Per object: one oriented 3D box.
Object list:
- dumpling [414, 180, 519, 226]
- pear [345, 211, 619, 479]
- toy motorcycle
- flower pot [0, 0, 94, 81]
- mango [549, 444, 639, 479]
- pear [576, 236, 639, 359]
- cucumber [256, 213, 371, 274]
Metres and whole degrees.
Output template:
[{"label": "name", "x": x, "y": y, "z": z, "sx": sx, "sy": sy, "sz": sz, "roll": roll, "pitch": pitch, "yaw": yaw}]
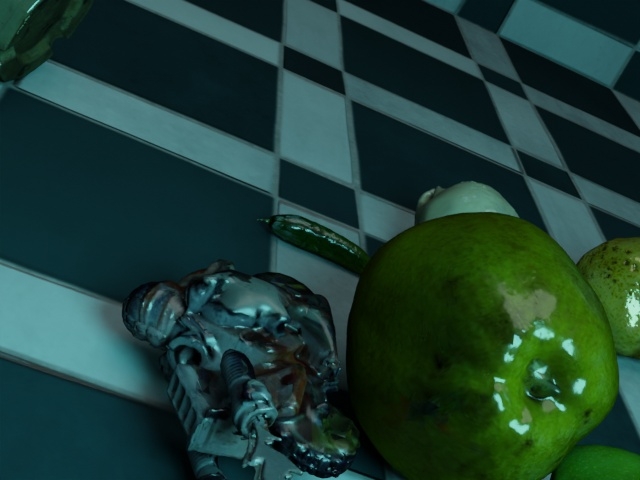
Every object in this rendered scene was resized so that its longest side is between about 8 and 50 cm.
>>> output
[{"label": "dumpling", "x": 0.207, "y": 0.020, "z": 1.361, "sx": 0.193, "sy": 0.147, "sz": 0.258, "roll": 50, "pitch": 7, "yaw": -33}, {"label": "pear", "x": 0.147, "y": 0.107, "z": 0.981, "sx": 0.269, "sy": 0.269, "sz": 0.321, "roll": 21, "pitch": 3, "yaw": -15}, {"label": "toy motorcycle", "x": -0.066, "y": 0.126, "z": 0.889, "sx": 0.207, "sy": 0.134, "sz": 0.401, "roll": 17, "pitch": 26, "yaw": -21}, {"label": "flower pot", "x": -0.427, "y": -0.352, "z": 1.288, "sx": 0.259, "sy": 0.290, "sz": 0.290, "roll": 39, "pitch": 26, "yaw": -1}, {"label": "mango", "x": 0.288, "y": 0.306, "z": 0.833, "sx": 0.225, "sy": 0.201, "sz": 0.382, "roll": 10, "pitch": 27, "yaw": -20}, {"label": "pear", "x": 0.438, "y": 0.085, "z": 1.445, "sx": 0.178, "sy": 0.178, "sz": 0.178, "roll": 23, "pitch": 26, "yaw": -12}, {"label": "cucumber", "x": 0.000, "y": 0.000, "z": 1.289, "sx": 0.168, "sy": 0.039, "sz": 0.039, "roll": 26, "pitch": 26, "yaw": -10}]
